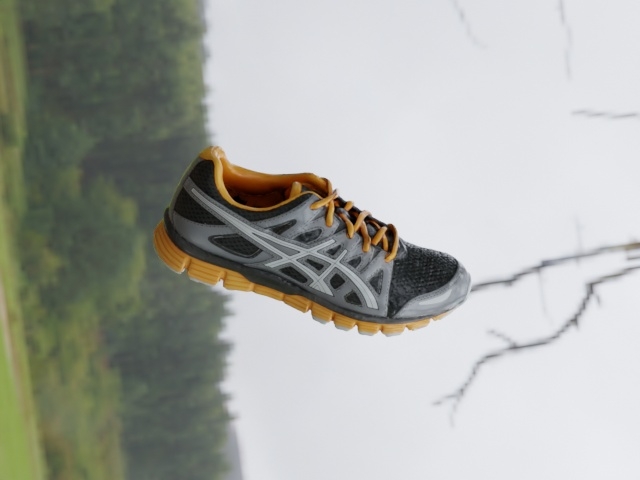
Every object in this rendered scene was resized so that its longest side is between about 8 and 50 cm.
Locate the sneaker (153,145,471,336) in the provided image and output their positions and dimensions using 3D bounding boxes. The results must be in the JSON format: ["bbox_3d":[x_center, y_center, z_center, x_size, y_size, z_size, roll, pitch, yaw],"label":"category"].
[{"bbox_3d":[0.000,0.000,1.051,0.084,0.214,0.083,-91,-164,-61],"label":"sneaker"}]
